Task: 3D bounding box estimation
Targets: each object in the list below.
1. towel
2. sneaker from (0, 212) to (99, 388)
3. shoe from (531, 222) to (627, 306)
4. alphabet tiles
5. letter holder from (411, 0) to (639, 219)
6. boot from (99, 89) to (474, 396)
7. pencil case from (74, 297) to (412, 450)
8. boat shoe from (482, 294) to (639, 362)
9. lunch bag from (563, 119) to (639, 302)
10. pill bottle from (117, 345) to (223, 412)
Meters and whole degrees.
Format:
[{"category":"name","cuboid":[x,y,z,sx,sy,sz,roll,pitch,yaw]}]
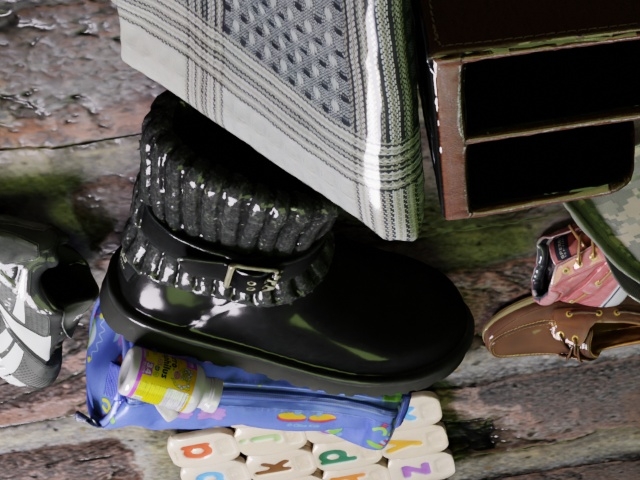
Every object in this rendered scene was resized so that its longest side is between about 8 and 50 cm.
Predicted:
[{"category":"towel","cuboid":[-0.062,-0.182,1.099,0.056,0.324,0.312,-35,143,-22]},{"category":"sneaker","cuboid":[-0.238,0.059,1.557,0.106,0.078,0.234,6,143,11]},{"category":"shoe","cuboid":[0.244,0.003,1.590,0.081,0.063,0.178,-2,147,-15]},{"category":"alphabet tiles","cuboid":[-0.006,0.219,1.869,0.278,0.021,0.284,-11,143,5]},{"category":"letter holder","cuboid":[0.155,-0.188,1.125,0.214,0.302,0.152,-9,143,1]},{"category":"boot","cuboid":[-0.001,0.003,1.494,0.348,0.131,0.260,7,141,-17]},{"category":"pencil case","cuboid":[-0.064,0.121,1.641,0.306,0.133,0.119,7,114,-20]},{"category":"boat shoe","cuboid":[0.240,0.081,1.695,0.178,0.060,0.064,-13,143,8]},{"category":"lunch bag","cuboid":[0.254,-0.082,1.337,0.169,0.235,0.287,-30,137,19]},{"category":"pill bottle","cuboid":[-0.126,0.120,1.531,0.083,0.043,0.043,18,137,-17]}]
